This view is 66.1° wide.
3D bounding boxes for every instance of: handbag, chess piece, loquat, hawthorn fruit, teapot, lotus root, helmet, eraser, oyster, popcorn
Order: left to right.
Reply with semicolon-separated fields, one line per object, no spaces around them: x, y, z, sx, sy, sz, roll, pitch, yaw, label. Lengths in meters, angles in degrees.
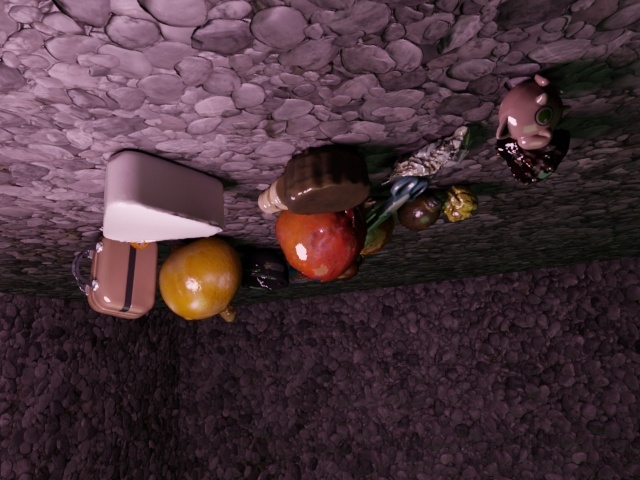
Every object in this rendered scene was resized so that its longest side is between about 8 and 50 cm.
-0.721;0.113;1.730;0.283;0.302;0.149;15;155;-37;handbag
-0.404;-0.097;1.287;0.330;0.150;0.331;-2;164;-1;eraser
-0.443;0.163;1.876;0.328;0.360;0.328;-36;-178;1;loquat
-0.263;0.118;2.159;0.278;0.161;0.230;23;152;-32;helmet
-0.123;-0.118;1.402;0.094;0.094;0.170;4;167;-30;chess piece
0.032;-0.041;1.455;0.307;0.276;0.276;-39;152;22;hawthorn fruit
0.109;0.101;2.304;0.252;0.135;0.178;-17;-151;-32;teapot
0.314;-0.093;1.564;0.120;0.120;0.209;1;168;-19;lotus root
0.254;-0.189;1.231;0.199;0.087;0.252;-14;173;-2;oyster
0.426;-0.116;1.533;0.106;0.116;0.120;14;-168;-40;popcorn

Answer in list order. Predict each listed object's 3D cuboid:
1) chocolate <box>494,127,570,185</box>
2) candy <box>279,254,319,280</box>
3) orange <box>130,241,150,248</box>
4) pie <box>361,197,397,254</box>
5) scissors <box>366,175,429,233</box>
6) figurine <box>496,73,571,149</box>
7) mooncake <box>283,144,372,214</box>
0.479;-0.223;1.151;0.133;0.156;0.156;29;156;-14;chocolate
-0.133;0.143;2.421;0.157;0.100;0.306;-9;164;21;candy
-0.622;-0.012;1.696;0.083;0.084;0.083;-4;166;-1;orange
0.177;-0.047;1.634;0.084;0.205;0.179;38;180;36;pie
0.204;-0.097;1.495;0.138;0.041;0.289;7;137;-49;scissors
0.414;-0.249;0.965;0.125;0.138;0.125;23;-160;-9;figurine
0.015;-0.151;1.252;0.228;0.125;0.228;-9;164;-3;mooncake
